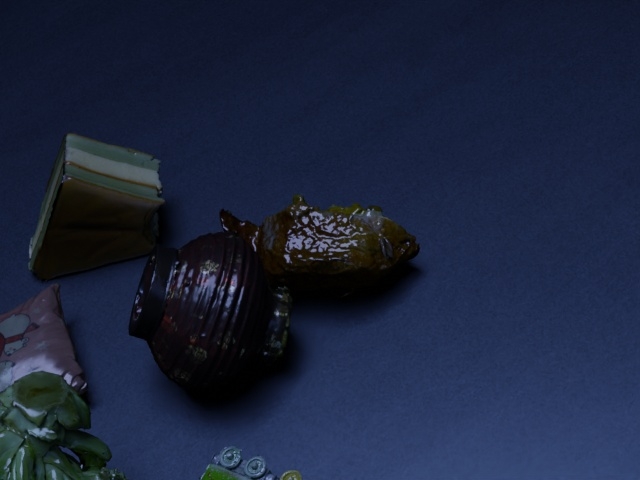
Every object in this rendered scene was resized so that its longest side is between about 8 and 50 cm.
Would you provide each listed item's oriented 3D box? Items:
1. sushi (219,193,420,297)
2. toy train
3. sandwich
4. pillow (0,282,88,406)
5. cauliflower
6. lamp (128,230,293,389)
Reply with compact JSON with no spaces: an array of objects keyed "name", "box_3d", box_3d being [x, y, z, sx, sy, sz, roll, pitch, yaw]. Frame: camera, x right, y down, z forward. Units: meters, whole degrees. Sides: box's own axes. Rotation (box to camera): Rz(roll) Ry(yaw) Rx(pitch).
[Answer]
[{"name":"sushi","box_3d":[0.004,0.001,1.791,0.296,0.167,0.179,-7,62,21]},{"name":"toy train","box_3d":[-0.070,0.339,1.519,0.202,0.060,0.081,16,58,30]},{"name":"sandwich","box_3d":[-0.380,-0.038,1.981,0.198,0.227,0.155,14,36,-20]},{"name":"pillow","box_3d":[-0.486,0.194,1.771,0.236,0.084,0.223,-26,48,-5]},{"name":"cauliflower","box_3d":[-0.388,0.299,1.504,0.275,0.250,0.272,8,19,-48]},{"name":"lamp","box_3d":[-0.159,0.104,1.680,0.246,0.247,0.247,-9,43,8]}]
